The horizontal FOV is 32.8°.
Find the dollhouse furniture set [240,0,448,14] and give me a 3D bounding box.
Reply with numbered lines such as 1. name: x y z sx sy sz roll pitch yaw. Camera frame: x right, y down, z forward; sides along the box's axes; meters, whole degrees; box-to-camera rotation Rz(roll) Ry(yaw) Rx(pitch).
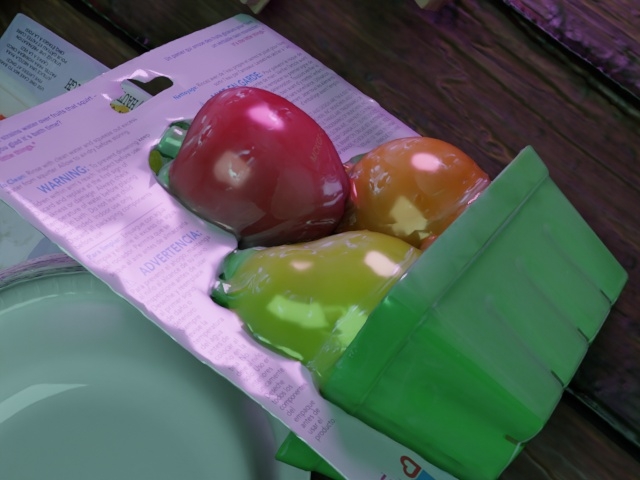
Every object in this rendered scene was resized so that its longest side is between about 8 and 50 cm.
1. dollhouse furniture set: 0.016 -0.210 0.830 0.161 0.101 0.182 -44 74 27

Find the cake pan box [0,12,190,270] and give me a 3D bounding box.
1. cake pan box: -0.187 -0.004 0.829 0.267 0.070 0.245 35 90 13

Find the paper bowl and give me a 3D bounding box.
1. paper bowl: -0.147 0.155 0.695 0.284 0.148 0.284 -1 97 -11

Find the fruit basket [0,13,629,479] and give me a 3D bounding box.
1. fruit basket: 0.000 0.000 0.689 0.353 0.327 0.165 32 126 12
